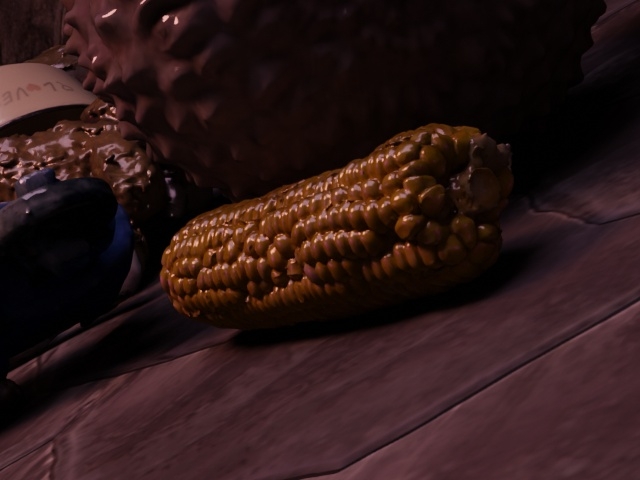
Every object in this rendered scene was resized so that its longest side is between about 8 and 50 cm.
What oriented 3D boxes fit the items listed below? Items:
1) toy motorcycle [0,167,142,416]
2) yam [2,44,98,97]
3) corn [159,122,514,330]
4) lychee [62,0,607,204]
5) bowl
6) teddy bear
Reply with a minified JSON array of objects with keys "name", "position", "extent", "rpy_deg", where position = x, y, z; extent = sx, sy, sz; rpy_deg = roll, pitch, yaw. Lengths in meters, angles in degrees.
[{"name":"toy motorcycle","position":[-0.274,0.035,1.467],"extent":[0.319,0.182,0.241],"rpy_deg":[-28,12,10]},{"name":"yam","position":[-0.314,-0.089,2.083],"extent":[0.271,0.201,0.202],"rpy_deg":[-27,11,-24]},{"name":"corn","position":[0.000,0.000,1.198],"extent":[0.292,0.101,0.101],"rpy_deg":[-14,19,47]},{"name":"lychee","position":[0.002,-0.195,1.368],"extent":[0.380,0.380,0.432],"rpy_deg":[-32,-1,-14]},{"name":"bowl","position":[-0.303,-0.080,1.866],"extent":[0.238,0.126,0.237],"rpy_deg":[-25,-33,-17]},{"name":"teddy bear","position":[-0.178,-0.061,1.730],"extent":[0.256,0.156,0.267],"rpy_deg":[-33,11,-26]}]
